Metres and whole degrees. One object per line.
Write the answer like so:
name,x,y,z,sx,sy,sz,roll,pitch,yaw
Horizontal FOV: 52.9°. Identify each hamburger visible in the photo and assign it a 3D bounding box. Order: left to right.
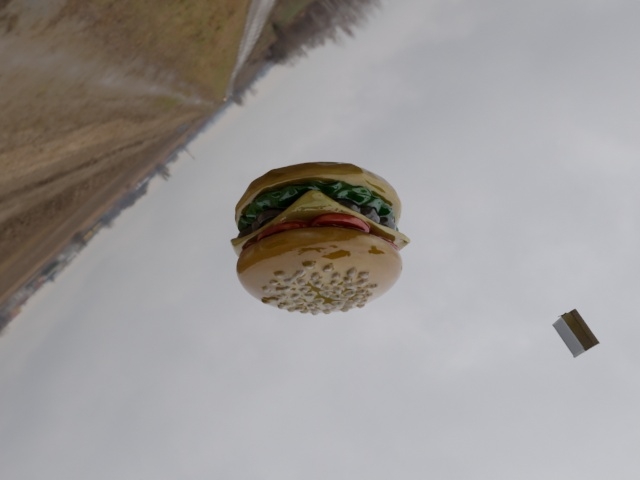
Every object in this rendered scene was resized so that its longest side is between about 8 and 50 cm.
hamburger,0.000,0.000,0.578,0.162,0.162,0.115,-31,-128,41

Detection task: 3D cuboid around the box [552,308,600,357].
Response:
box,0.494,0.179,1.251,0.035,0.083,0.079,-28,159,-5
